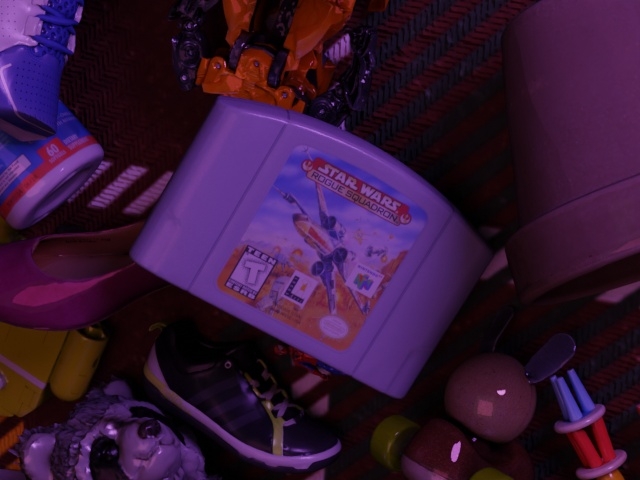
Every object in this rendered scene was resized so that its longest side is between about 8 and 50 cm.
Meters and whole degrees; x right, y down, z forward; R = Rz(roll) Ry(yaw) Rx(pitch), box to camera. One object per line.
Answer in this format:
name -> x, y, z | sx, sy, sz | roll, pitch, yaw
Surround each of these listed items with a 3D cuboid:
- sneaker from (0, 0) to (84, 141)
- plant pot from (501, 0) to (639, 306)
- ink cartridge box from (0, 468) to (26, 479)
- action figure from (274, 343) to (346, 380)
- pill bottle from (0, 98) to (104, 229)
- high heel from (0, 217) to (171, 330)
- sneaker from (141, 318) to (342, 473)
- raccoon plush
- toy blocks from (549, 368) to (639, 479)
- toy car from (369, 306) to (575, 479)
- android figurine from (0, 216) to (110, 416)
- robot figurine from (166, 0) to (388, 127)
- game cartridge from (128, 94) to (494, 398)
sneaker -> -0.252, -0.265, 1.446 | 0.182, 0.127, 0.315 | -10, 76, 18
plant pot -> 0.252, -0.091, 1.275 | 0.263, 0.263, 0.229 | -25, 78, 28
ink cartridge box -> -0.367, 0.324, 1.762 | 0.088, 0.052, 0.122 | 2, 109, 22
action figure -> 0.007, 0.120, 1.551 | 0.115, 0.030, 0.038 | 12, 116, 21
pill bottle -> -0.334, -0.130, 1.560 | 0.221, 0.124, 0.124 | 48, 118, 2
high heel -> -0.187, -0.016, 1.501 | 0.377, 0.127, 0.181 | -2, 122, 0
sneaker -> -0.081, 0.153, 1.566 | 0.234, 0.084, 0.097 | 25, 113, 14
raccoon plush -> -0.213, 0.365, 1.636 | 0.299, 0.216, 0.446 | 37, 118, 17
toy blocks -> 0.285, 0.181, 1.436 | 0.123, 0.054, 0.148 | -23, 96, 28
toy car -> 0.165, 0.160, 1.444 | 0.155, 0.149, 0.188 | 25, 90, 46
android figurine -> -0.346, 0.081, 1.674 | 0.248, 0.056, 0.273 | 33, 115, 10
robot figurine -> -0.023, -0.233, 1.416 | 0.211, 0.085, 0.291 | 26, 114, 14
game cartridge -> 0.000, 0.000, 1.416 | 0.297, 0.062, 0.198 | 28, 107, -13
